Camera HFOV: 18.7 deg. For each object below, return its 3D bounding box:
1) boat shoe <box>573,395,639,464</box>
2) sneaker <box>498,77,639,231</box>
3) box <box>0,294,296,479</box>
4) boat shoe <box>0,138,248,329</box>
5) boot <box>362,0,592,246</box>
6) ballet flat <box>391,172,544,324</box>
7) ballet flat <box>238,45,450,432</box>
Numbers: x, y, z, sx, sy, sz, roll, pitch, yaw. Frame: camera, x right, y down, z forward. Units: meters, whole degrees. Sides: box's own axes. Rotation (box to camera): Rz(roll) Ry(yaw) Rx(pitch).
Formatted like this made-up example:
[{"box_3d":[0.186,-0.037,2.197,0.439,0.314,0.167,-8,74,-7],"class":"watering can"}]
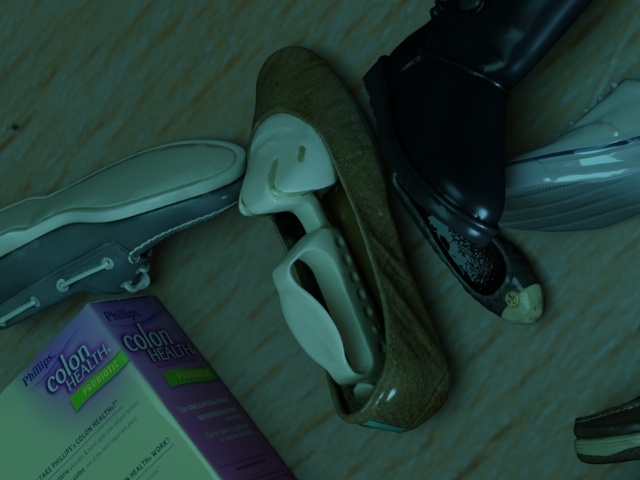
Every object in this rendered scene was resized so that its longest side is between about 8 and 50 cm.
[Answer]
[{"box_3d":[0.313,0.102,1.483,0.258,0.095,0.095,-15,83,13],"class":"boat shoe"},{"box_3d":[0.233,-0.074,1.522,0.258,0.094,0.091,-14,58,28],"class":"sneaker"},{"box_3d":[-0.171,0.209,1.699,0.213,0.117,0.243,-45,75,20],"class":"box"},{"box_3d":[-0.190,-0.002,1.722,0.319,0.116,0.099,-18,114,22],"class":"boat shoe"},{"box_3d":[0.137,-0.138,1.499,0.207,0.094,0.246,-49,30,21],"class":"boot"},{"box_3d":[0.116,0.005,1.590,0.173,0.049,0.057,48,111,16],"class":"ballet flat"},{"box_3d":[0.000,0.000,1.600,0.116,0.124,0.342,-24,82,41],"class":"ballet flat"}]
